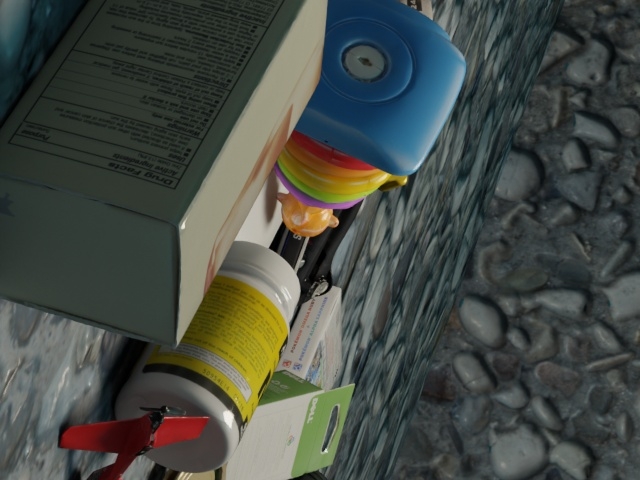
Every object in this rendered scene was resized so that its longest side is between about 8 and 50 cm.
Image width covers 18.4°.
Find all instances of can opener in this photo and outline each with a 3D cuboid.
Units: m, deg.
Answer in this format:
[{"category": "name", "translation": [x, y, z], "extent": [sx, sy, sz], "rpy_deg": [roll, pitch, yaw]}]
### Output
[{"category": "can opener", "translation": [0.000, 0.000, 2.254], "extent": [0.059, 0.073, 0.186], "rpy_deg": [-21, 148, -48]}]

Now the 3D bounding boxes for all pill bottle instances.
[{"category": "pill bottle", "translation": [-0.099, 0.103, 1.838], "extent": [0.119, 0.119, 0.208], "rpy_deg": [96, 15, -46]}]

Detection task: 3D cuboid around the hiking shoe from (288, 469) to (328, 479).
[{"category": "hiking shoe", "translation": [-0.063, 0.359, 2.330], "extent": [0.132, 0.113, 0.304], "rpy_deg": [-31, 158, -53]}]

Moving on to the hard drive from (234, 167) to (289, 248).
[{"category": "hard drive", "translation": [-0.062, -0.101, 1.924], "extent": [0.308, 0.040, 0.203], "rpy_deg": [95, 16, -48]}]

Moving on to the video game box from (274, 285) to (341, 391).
[{"category": "video game box", "translation": [-0.022, 0.181, 2.557], "extent": [0.205, 0.048, 0.187], "rpy_deg": [89, 19, -58]}]

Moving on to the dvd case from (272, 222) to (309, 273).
[{"category": "dvd case", "translation": [-0.026, -0.017, 2.168], "extent": [0.179, 0.029, 0.239], "rpy_deg": [121, -10, -74]}]

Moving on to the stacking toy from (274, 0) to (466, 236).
[{"category": "stacking toy", "translation": [0.013, -0.088, 1.884], "extent": [0.302, 0.175, 0.166], "rpy_deg": [111, 5, -59]}]

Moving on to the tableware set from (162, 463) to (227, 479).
[{"category": "tableware set", "translation": [-0.140, 0.208, 2.008], "extent": [0.128, 0.039, 0.194], "rpy_deg": [-25, 127, -56]}]

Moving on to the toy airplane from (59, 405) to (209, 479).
[{"category": "toy airplane", "translation": [-0.169, 0.184, 1.701], "extent": [0.151, 0.151, 0.028], "rpy_deg": [86, -18, -62]}]

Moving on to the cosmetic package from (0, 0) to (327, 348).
[{"category": "cosmetic package", "translation": [-0.112, -0.084, 1.397], "extent": [0.129, 0.153, 0.296], "rpy_deg": [94, 17, -46]}]

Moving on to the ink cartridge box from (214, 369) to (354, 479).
[{"category": "ink cartridge box", "translation": [-0.058, 0.207, 2.163], "extent": [0.209, 0.062, 0.109], "rpy_deg": [-9, 119, -52]}]

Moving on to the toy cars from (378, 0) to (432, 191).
[{"category": "toy cars", "translation": [0.053, -0.232, 2.177], "extent": [0.176, 0.087, 0.394], "rpy_deg": [-116, -153, -50]}]
